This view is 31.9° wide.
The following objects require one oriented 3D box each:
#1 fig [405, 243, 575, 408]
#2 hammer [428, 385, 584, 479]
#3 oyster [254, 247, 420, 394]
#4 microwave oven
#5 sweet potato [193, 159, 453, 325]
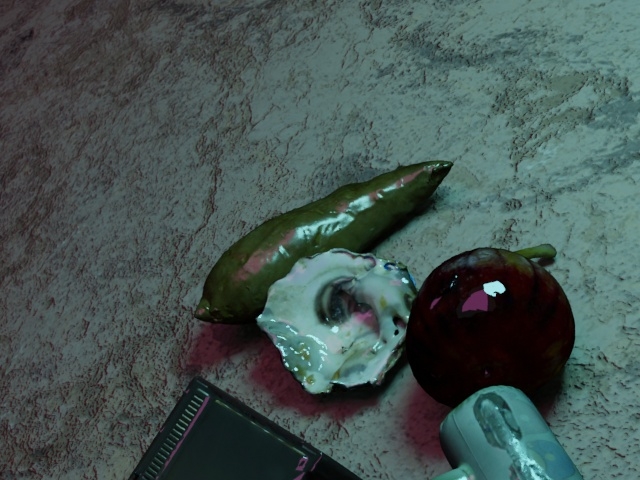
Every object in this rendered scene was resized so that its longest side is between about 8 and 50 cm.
[{"bbox_3d":[0.196,0.078,1.360,0.203,0.186,0.250,-39,30,26],"label":"fig"},{"bbox_3d":[0.113,0.293,1.201,0.335,0.119,0.206,-20,43,-8],"label":"hammer"},{"bbox_3d":[0.034,0.104,1.496,0.214,0.083,0.223,-44,62,-4],"label":"oyster"},{"bbox_3d":[-0.075,0.308,1.329,0.247,0.188,0.178,24,74,41],"label":"microwave oven"},{"bbox_3d":[0.002,-0.001,1.608,0.422,0.130,0.130,-30,41,-3],"label":"sweet potato"}]
